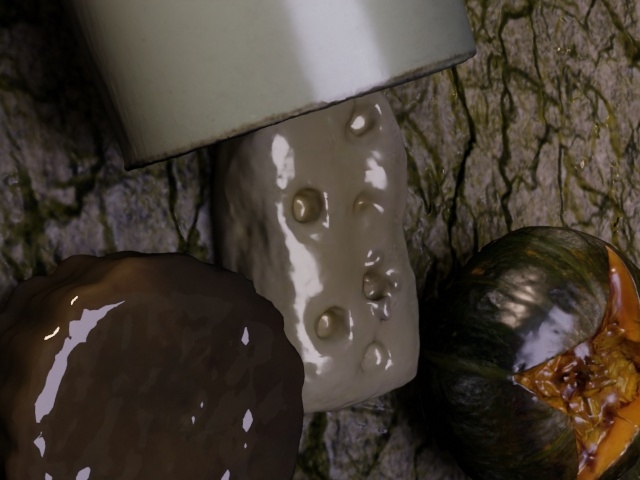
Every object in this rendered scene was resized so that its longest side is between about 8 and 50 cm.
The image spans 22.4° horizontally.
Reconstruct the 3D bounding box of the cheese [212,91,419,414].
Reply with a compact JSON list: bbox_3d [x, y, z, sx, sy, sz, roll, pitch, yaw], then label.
[{"bbox_3d":[0.001,0.000,1.238,0.159,0.093,0.263,-10,95,-40],"label":"cheese"}]

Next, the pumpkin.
[{"bbox_3d":[0.184,0.103,1.343,0.238,0.159,0.238,-8,105,-33],"label":"pumpkin"}]

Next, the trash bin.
[{"bbox_3d":[-0.080,-0.284,1.028,0.280,0.280,0.432,-22,96,-37],"label":"trash bin"}]

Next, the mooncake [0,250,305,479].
[{"bbox_3d":[-0.130,0.116,1.113,0.228,0.124,0.228,-2,93,-34],"label":"mooncake"}]
